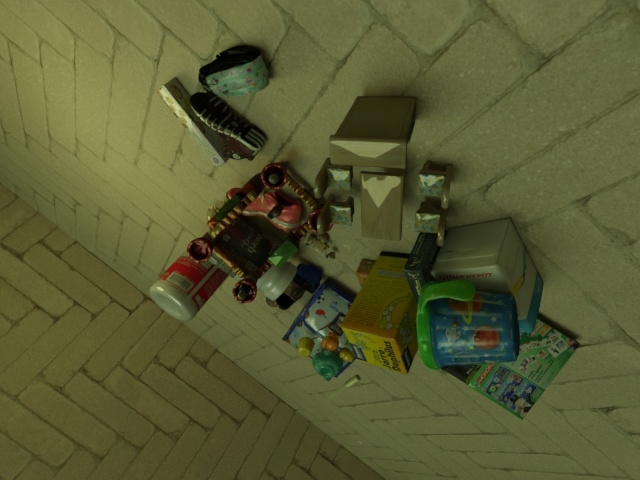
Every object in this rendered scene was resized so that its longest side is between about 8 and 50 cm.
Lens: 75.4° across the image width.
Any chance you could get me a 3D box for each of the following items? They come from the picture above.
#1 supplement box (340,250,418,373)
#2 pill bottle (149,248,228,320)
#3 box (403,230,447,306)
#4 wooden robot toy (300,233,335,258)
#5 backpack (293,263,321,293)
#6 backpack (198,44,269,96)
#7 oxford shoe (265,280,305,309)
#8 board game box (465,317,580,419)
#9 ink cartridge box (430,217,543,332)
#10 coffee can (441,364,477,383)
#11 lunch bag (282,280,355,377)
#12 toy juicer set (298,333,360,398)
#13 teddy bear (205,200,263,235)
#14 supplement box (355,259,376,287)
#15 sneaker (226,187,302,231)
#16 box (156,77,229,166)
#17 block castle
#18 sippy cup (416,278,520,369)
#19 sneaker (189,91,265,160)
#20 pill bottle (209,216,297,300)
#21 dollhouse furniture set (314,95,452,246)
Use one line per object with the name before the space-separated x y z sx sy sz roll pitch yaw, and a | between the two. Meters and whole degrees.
supplement box | 0.250 0.232 1.413 0.195 0.356 0.194 6 136 34
pill bottle | -0.567 0.152 1.922 0.229 0.407 0.229 22 142 18
box | 0.337 0.072 1.267 0.059 0.232 0.183 1 134 34
wooden robot toy | 0.000 0.000 1.615 0.173 0.076 0.079 32 109 4
backpack | -0.059 0.156 1.787 0.120 0.101 0.098 27 141 19
backpack | -0.237 -0.478 1.187 0.182 0.152 0.115 -1 138 23
oxford shoe | -0.192 0.269 1.994 0.130 0.132 0.364 40 144 -9
board game box | 0.666 0.407 1.377 0.214 0.046 0.317 32 101 5
ink cartridge box | 0.493 0.109 1.216 0.198 0.197 0.270 -11 125 45
coffee can | 0.611 0.457 1.519 0.275 0.201 0.201 31 144 4
lunch bag | 0.056 0.391 1.866 0.328 0.239 0.385 35 128 0
toy juicer set | 0.062 0.519 1.763 0.209 0.089 0.329 -23 112 20
teddy bear | -0.365 -0.028 1.827 0.338 0.113 0.245 44 125 -12
supplement box | 0.209 0.183 1.628 0.078 0.080 0.233 5 133 32
sneaker | -0.205 -0.153 1.567 0.314 0.116 0.136 22 133 6
box | -0.439 -0.413 1.468 0.063 0.067 0.324 -10 124 45
block castle | -0.206 -0.030 1.416 0.453 0.213 0.303 -42 102 13
sippy cup | 0.394 0.224 1.086 0.224 0.240 0.305 -4 172 29
sneaker | -0.332 -0.364 1.410 0.281 0.106 0.162 37 147 -5
pill bottle | -0.287 0.069 1.671 0.363 0.210 0.210 38 144 -11
dollhouse furniture set | 0.154 -0.141 1.094 0.362 0.256 0.394 7 130 16
